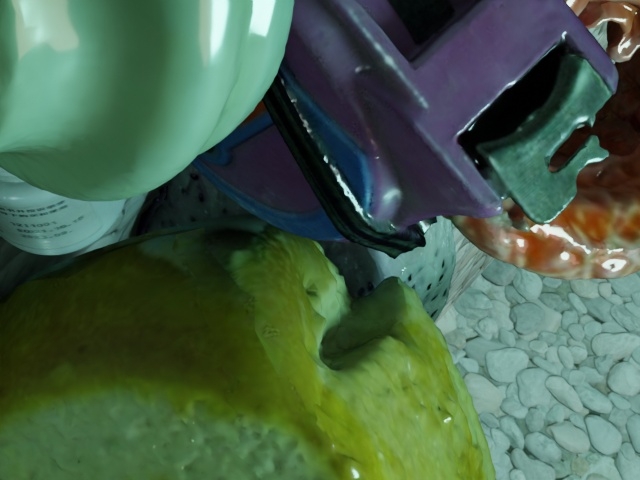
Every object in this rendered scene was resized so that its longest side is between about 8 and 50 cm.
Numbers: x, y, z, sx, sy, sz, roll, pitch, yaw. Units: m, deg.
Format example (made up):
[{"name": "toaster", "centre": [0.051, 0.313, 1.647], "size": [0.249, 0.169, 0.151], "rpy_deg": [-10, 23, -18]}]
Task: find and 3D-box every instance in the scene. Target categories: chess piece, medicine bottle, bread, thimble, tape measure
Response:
[{"name": "chess piece", "centre": [-0.169, -0.059, 0.397], "size": [0.299, 0.194, 0.194], "rpy_deg": [-32, 157, -37]}, {"name": "medicine bottle", "centre": [-0.143, -0.049, 0.709], "size": [0.080, 0.080, 0.130], "rpy_deg": [-49, 167, -15]}, {"name": "bread", "centre": [-0.115, 0.132, 0.888], "size": [0.395, 0.264, 0.239], "rpy_deg": [-17, -173, 26]}, {"name": "thimble", "centre": [0.153, -0.098, 0.874], "size": [0.239, 0.239, 0.162], "rpy_deg": [-55, -150, 9]}, {"name": "tape measure", "centre": [0.005, -0.101, 0.708], "size": [0.149, 0.245, 0.231], "rpy_deg": [-44, -168, -20]}]

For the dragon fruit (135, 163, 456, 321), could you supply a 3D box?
[{"name": "dragon fruit", "centre": [0.000, 0.000, 1.066], "size": [0.204, 0.221, 0.283], "rpy_deg": [-26, 149, -51]}]
